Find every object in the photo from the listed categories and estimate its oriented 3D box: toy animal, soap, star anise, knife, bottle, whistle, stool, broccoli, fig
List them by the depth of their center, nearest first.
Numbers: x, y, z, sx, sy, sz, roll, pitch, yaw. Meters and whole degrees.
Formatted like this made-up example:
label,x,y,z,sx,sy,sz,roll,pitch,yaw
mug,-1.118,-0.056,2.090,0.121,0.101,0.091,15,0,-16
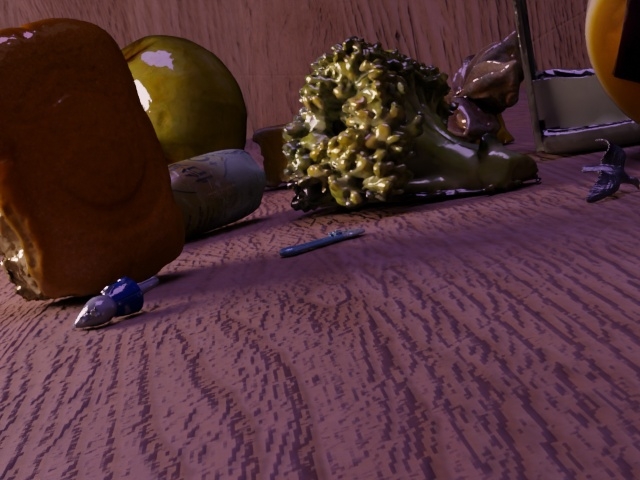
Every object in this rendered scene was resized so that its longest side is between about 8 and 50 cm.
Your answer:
label,x,y,z,sx,sy,sz,roll,pitch,yaw
whistle,-0.155,0.046,1.105,0.033,0.029,0.083,-25,3,42
toy animal,0.259,-0.055,1.287,0.028,0.050,0.084,-45,20,45
knife,0.000,0.000,1.307,0.096,0.010,0.027,-17,9,-42
broccoli,0.085,-0.131,1.523,0.273,0.180,0.242,-6,8,31
bottle,-0.166,-0.037,1.541,0.083,0.083,0.270,-4,10,40
stool,0.359,-0.254,1.732,0.244,0.269,0.170,-10,8,11
star anise,0.199,-0.177,1.827,0.073,0.196,0.212,28,3,-8
fig,-0.199,-0.155,1.970,0.239,0.239,0.271,-6,-4,32
soap,0.087,-0.143,1.994,0.315,0.091,0.199,-16,10,-34

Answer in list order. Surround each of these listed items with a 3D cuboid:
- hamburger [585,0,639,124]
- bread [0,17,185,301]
label,x,y,z,sx,sy,sz,roll,pitch,yaw
hamburger,0.410,-0.238,1.508,0.276,0.294,0.179,12,41,14
bread,-0.224,-0.067,1.257,0.121,0.245,0.174,-18,0,41
